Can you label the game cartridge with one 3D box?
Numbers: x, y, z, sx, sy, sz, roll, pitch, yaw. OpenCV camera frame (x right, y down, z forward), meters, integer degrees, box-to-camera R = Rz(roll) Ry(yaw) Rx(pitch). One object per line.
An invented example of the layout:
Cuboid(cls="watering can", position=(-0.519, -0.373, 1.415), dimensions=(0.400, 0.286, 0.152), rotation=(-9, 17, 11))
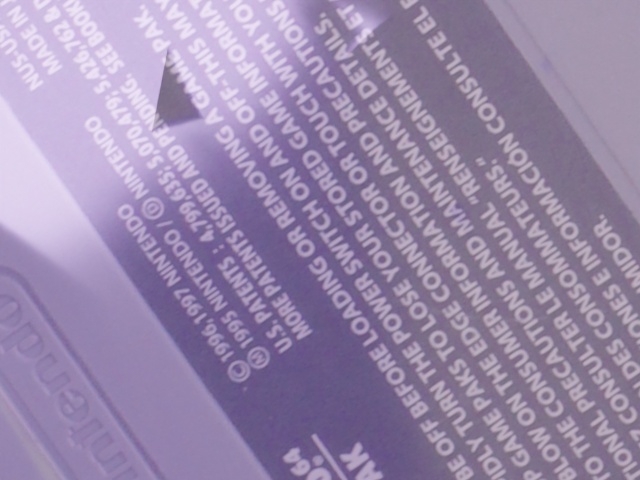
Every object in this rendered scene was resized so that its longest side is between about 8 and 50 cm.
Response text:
Cuboid(cls="game cartridge", position=(0.000, 0.000, 0.397), dimensions=(0.196, 0.060, 0.294), rotation=(-34, 92, 2))
